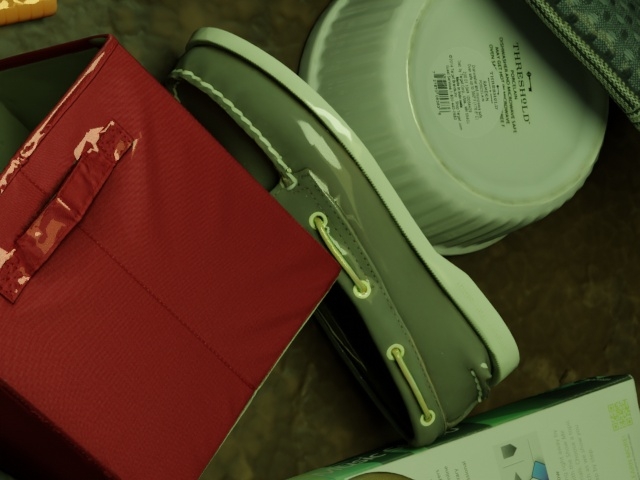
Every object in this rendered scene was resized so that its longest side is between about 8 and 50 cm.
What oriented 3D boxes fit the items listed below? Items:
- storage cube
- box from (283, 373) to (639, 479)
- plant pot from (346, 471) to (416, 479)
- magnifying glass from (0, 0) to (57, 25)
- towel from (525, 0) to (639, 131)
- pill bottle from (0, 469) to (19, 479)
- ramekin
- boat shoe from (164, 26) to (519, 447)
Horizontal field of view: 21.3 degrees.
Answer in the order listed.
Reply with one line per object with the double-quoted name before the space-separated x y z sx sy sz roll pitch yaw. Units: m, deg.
"storage cube" -0.144 0.023 0.949 0.193 0.215 0.183 45 64 -24
"box" 0.103 0.242 1.146 0.322 0.058 0.232 -14 91 -31
"plant pot" 0.053 0.256 1.015 0.236 0.032 0.236 15 71 -50
"magnifying glass" -0.265 -0.126 1.000 0.231 0.026 0.092 -16 92 -31
"towel" 0.198 -0.214 1.189 0.312 0.056 0.324 44 36 -15
"pill bottle" -0.177 0.218 0.929 0.283 0.161 0.161 34 69 -21
"ramekin" 0.099 -0.096 1.152 0.207 0.109 0.207 4 83 -29
"boat shoe" 0.002 0.000 1.086 0.091 0.109 0.305 -45 102 -19
